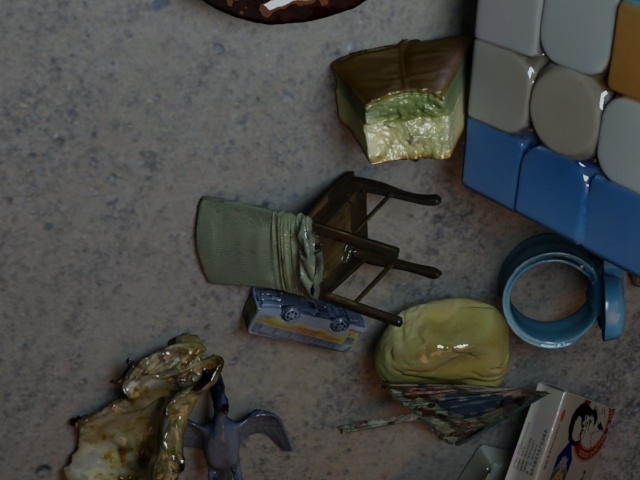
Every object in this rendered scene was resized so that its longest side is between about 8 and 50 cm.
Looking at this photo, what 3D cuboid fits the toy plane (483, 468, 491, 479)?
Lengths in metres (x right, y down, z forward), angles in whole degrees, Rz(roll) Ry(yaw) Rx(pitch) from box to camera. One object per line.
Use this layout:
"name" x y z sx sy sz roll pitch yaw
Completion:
"toy plane" 0.237 0.489 1.863 0.242 0.104 0.256 38 126 5

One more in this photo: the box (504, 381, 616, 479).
"box" 0.399 0.439 1.848 0.214 0.069 0.353 23 84 -48

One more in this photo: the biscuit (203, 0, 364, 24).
"biscuit" -0.039 -0.468 1.279 0.408 0.091 0.407 -8 119 -15

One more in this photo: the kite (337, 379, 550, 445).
"kite" 0.198 0.281 1.738 0.369 0.014 0.406 -14 150 19

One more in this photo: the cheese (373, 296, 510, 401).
"cheese" 0.198 0.190 1.703 0.226 0.117 0.214 -10 142 1

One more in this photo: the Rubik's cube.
"Rubik's cube" 0.430 -0.203 1.386 0.347 0.344 0.346 -20 125 -34

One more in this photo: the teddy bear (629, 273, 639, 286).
"teddy bear" 0.621 0.028 1.771 0.129 0.182 0.251 -45 131 -35

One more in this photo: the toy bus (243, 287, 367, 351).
"toy bus" -0.025 0.124 1.639 0.191 0.064 0.075 15 118 -26

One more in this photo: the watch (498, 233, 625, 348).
"watch" 0.388 0.071 1.699 0.193 0.211 0.210 -3 122 7

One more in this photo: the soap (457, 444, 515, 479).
"soap" 0.353 0.457 1.958 0.183 0.064 0.121 16 112 -26

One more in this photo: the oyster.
"oyster" -0.279 0.288 1.608 0.337 0.198 0.133 -62 153 6

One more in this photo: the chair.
"chair" 0.000 0.000 1.541 0.186 0.319 0.160 -46 141 -46

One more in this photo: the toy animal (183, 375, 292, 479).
"toy animal" -0.154 0.325 1.705 0.239 0.176 0.255 -3 154 -14

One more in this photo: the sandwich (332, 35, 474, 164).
"sandwich" 0.147 -0.196 1.441 0.220 0.186 0.108 -15 125 -11
